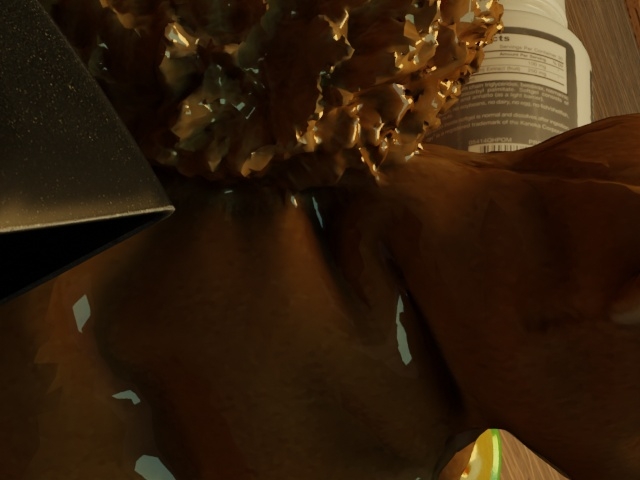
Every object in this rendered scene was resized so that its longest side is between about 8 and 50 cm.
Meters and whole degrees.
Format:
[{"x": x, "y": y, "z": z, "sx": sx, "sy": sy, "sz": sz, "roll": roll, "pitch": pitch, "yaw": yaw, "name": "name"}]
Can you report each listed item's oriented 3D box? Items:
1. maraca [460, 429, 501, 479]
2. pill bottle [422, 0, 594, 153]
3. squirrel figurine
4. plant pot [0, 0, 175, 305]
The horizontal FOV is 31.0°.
[{"x": 0.067, "y": 0.138, "z": 0.847, "sx": 0.099, "sy": 0.127, "sz": 0.185, "roll": 52, "pitch": 28, "yaw": -57, "name": "maraca"}, {"x": 0.168, "y": -0.101, "z": 1.083, "sx": 0.176, "sy": 0.176, "sz": 0.318, "roll": 45, "pitch": 42, "yaw": -48, "name": "pill bottle"}, {"x": 0.008, "y": -0.011, "z": 0.511, "sx": 0.281, "sy": 0.370, "sz": 0.397, "roll": -47, "pitch": 122, "yaw": -58, "name": "squirrel figurine"}, {"x": -0.194, "y": -0.041, "z": 0.358, "sx": 0.188, "sy": 0.187, "sz": 0.167, "roll": -13, "pitch": 79, "yaw": -64, "name": "plant pot"}]
